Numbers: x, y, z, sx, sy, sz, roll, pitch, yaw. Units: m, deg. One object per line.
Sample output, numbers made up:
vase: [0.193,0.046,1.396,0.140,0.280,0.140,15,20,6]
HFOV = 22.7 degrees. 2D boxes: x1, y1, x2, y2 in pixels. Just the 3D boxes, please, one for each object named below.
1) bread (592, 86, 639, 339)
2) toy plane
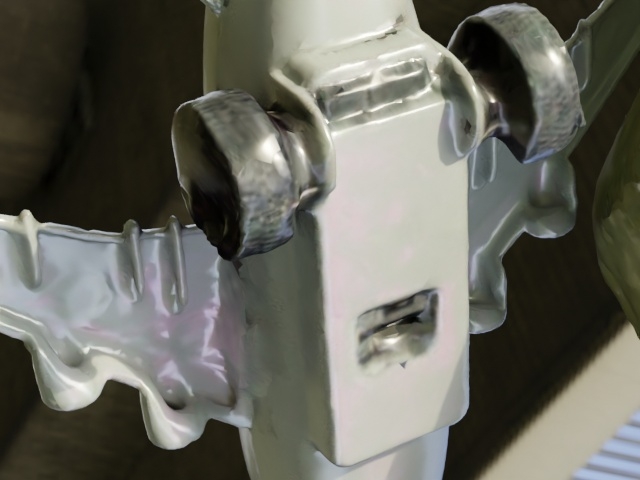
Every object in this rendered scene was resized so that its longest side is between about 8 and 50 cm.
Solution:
bread: [0.230,-0.038,0.466,0.320,0.237,0.320,-56,170,-16]
toy plane: [0.002,0.001,0.422,0.101,0.251,0.255,35,-42,56]
